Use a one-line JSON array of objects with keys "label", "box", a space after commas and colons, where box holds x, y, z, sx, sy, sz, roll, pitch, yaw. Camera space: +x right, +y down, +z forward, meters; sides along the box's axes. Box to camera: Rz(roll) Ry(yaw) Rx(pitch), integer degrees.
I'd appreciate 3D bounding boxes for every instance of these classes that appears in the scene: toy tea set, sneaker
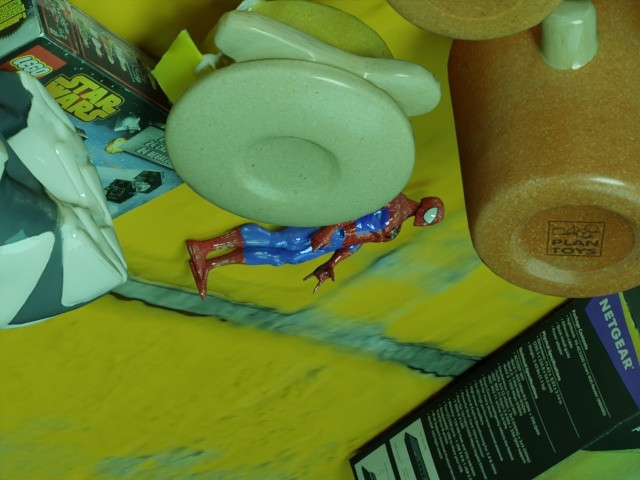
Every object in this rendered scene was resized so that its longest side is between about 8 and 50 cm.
[{"label": "toy tea set", "box": [0.094, -0.111, 0.632, 0.200, 0.124, 0.336, 21, 141, -21]}, {"label": "sneaker", "box": [-0.171, -0.027, 0.573, 0.153, 0.094, 0.235, -26, 151, 6]}]

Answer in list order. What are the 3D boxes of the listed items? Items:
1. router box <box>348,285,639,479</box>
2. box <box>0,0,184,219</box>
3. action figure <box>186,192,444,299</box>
[{"label": "router box", "box": [0.211, 0.113, 1.199, 0.309, 0.081, 0.243, 3, 148, -40]}, {"label": "box", "box": [-0.103, -0.040, 0.704, 0.094, 0.027, 0.137, -25, 156, 17]}, {"label": "action figure", "box": [0.000, 0.000, 0.869, 0.115, 0.030, 0.038, -18, 151, -7]}]
